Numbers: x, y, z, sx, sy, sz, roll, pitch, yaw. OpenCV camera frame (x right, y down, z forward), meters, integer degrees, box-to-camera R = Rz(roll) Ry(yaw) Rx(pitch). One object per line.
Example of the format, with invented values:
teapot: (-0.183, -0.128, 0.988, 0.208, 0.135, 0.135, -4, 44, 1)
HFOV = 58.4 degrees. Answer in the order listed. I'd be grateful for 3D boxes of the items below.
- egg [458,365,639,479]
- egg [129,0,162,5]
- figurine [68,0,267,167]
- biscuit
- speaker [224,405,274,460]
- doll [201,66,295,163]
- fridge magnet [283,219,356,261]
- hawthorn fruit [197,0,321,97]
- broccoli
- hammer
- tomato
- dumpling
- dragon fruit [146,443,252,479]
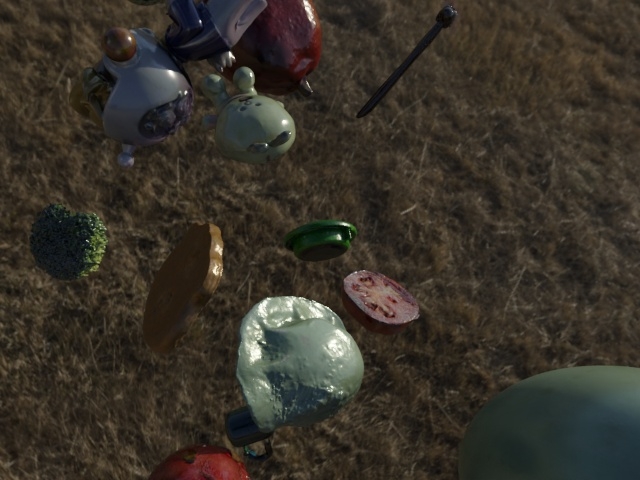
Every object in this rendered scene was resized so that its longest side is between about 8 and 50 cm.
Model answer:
egg: (0.330, 0.280, 0.639, 0.276, 0.389, 0.275, 6, 79, -34)
egg: (-0.341, -0.550, 1.127, 0.132, 0.132, 0.172, 22, 94, -1)
figurine: (-0.181, -0.228, 0.728, 0.274, 0.194, 0.133, -41, 92, -16)
biscuit: (-0.375, 0.125, 1.570, 0.062, 0.365, 0.385, 29, 16, -27)
speaker: (-0.110, 0.316, 0.930, 0.076, 0.060, 0.094, -20, 81, 5)
doll: (-0.120, -0.204, 1.001, 0.155, 0.113, 0.275, -19, 44, -15)
fridge magnet: (0.000, 0.000, 1.601, 0.208, 0.208, 0.088, -2, 69, -18)
hawthorn fruit: (-0.121, -0.438, 1.252, 0.265, 0.265, 0.307, -40, 100, -34)
broccoli: (-0.634, -0.001, 1.446, 0.198, 0.176, 0.226, 45, 95, -3)
hammer: (0.109, -0.224, 0.738, 0.021, 0.178, 0.065, 41, 22, -1)
tomato: (0.148, 0.176, 1.534, 0.225, 0.085, 0.225, 19, 31, -12)
dumpling: (-0.011, 0.142, 0.677, 0.108, 0.152, 0.219, 3, 11, 30)
dragon fruit: (-0.288, 0.640, 1.342, 0.296, 0.295, 0.301, 0, 21, -16)
